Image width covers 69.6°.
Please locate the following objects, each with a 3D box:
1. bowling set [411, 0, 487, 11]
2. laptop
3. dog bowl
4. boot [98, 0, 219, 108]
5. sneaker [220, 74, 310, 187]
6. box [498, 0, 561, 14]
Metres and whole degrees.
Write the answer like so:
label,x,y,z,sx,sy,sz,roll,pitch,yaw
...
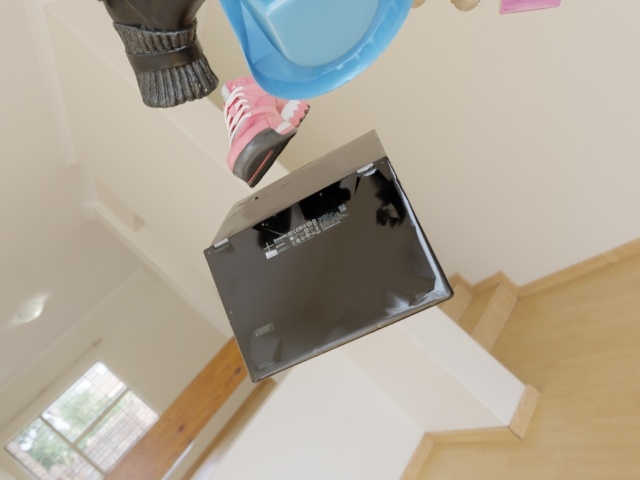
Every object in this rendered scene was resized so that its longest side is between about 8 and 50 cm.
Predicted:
label,x,y,z,sx,sy,sz,roll,pitch,yaw
bowling set,0.193,-0.440,0.706,0.200,0.154,0.287,-18,20,-39
laptop,0.000,0.000,0.911,0.382,0.408,0.236,-26,-13,13
dog bowl,-0.022,-0.228,0.344,0.166,0.074,0.297,-33,-20,5
boot,-0.252,-0.410,0.895,0.348,0.260,0.131,-1,35,27
sneaker,-0.113,-0.188,0.733,0.116,0.136,0.314,-48,14,25
box,0.394,-0.595,0.842,0.243,0.117,0.213,52,-140,-66
